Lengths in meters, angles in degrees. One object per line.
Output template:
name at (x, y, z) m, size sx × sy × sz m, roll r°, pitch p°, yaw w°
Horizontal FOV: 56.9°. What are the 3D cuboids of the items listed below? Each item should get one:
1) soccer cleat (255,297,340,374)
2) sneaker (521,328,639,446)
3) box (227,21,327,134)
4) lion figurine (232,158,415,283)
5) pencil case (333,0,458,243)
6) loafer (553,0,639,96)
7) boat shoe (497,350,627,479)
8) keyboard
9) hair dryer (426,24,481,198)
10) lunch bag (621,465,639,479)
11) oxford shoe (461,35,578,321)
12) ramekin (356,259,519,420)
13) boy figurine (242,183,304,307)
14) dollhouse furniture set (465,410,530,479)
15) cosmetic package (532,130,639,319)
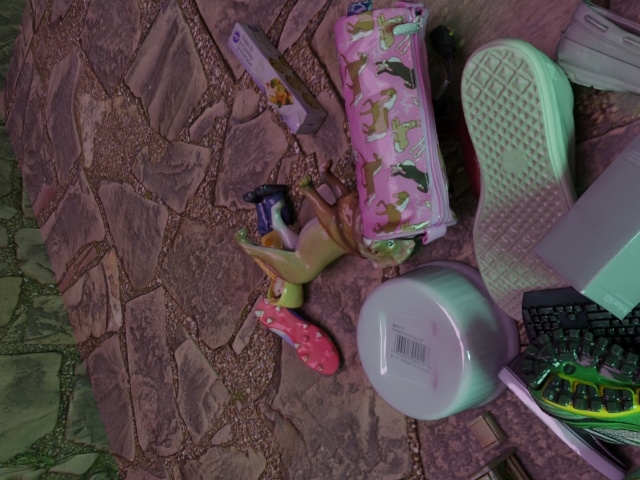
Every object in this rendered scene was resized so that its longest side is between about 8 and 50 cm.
soccer cleat at (-0.046, 0.217, 1.358) m, size 0.248 × 0.095 × 0.083 m, roll 35°, pitch 87°, yaw 22°
sneaker at (0.442, 0.209, 0.759) m, size 0.344 × 0.146 × 0.134 m, roll 13°, pitch 64°, yaw 29°
box at (-0.101, -0.364, 1.319) m, size 0.324 × 0.067 × 0.063 m, roll 56°, pitch 131°, yaw 26°
lion figurine at (0.000, 0.000, 1.201) m, size 0.240 × 0.142 × 0.392 m, roll 53°, pitch 135°, yaw -3°
pencil case at (0.122, -0.185, 0.965) m, size 0.160 × 0.167 × 0.386 m, roll -7°, pitch 91°, yaw 7°
loafer at (0.442, -0.225, 0.731) m, size 0.319 × 0.112 × 0.111 m, roll 33°, pitch 127°, yaw 39°
boat shoe at (0.383, 0.261, 0.906) m, size 0.076 × 0.080 × 0.228 m, roll -49°, pitch 62°, yaw 8°
keyboard at (0.442, 0.147, 0.808) m, size 0.317 × 0.033 × 0.201 m, roll -12°, pitch 109°, yaw 46°
hair dryer at (0.231, -0.193, 1.007) m, size 0.293 × 0.080 × 0.223 m, roll 66°, pitch 147°, yaw 27°
lunch bag at (0.468, 0.408, 0.724) m, size 0.160 × 0.223 × 0.262 m, roll 1°, pitch 99°, yaw 52°
oxford shoe at (0.310, -0.079, 0.878) m, size 0.169 × 0.130 × 0.449 m, roll 2°, pitch 116°, yaw 37°
ramekin at (0.192, 0.179, 1.044) m, size 0.277 × 0.135 × 0.277 m, roll 10°, pitch 104°, yaw 46°
boy figurine at (-0.105, 0.020, 1.369) m, size 0.177 × 0.092 × 0.285 m, roll -16°, pitch 81°, yaw 44°
dollhouse furniture set at (0.269, 0.426, 1.026) m, size 0.182 × 0.101 × 0.161 m, roll 57°, pitch 132°, yaw 24°
cosmetic package at (0.400, -0.028, 0.736) m, size 0.238 × 0.127 × 0.107 m, roll -55°, pitch 38°, yaw 14°
